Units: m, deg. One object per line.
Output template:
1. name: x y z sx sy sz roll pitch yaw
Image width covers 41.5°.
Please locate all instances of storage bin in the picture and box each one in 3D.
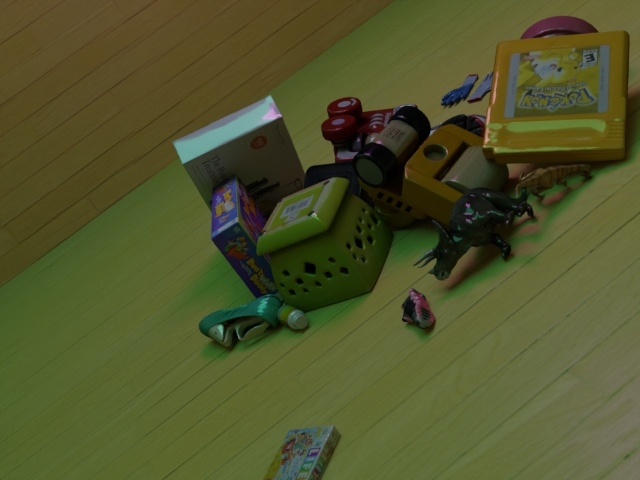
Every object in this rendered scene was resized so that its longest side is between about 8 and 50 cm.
1. storage bin: 0.051 -0.126 2.139 0.180 0.084 0.122 -2 74 36

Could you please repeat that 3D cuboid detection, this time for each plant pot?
1. plant pot: 0.552 -0.386 1.961 0.201 0.201 0.180 -17 44 36
2. plant pot: 0.000 0.000 1.899 0.228 0.207 0.227 -21 27 32

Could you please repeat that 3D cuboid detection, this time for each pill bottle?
1. pill bottle: -0.059 0.170 1.851 0.043 0.043 0.083 -41 23 -16

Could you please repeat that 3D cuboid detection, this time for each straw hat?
1. straw hat: -0.154 -0.074 2.340 0.144 0.061 0.144 -27 -20 -11

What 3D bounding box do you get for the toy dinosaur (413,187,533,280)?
1. toy dinosaur: 0.319 -0.054 1.661 0.160 0.121 0.313 18 51 28

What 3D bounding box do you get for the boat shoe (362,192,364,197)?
1. boat shoe: 0.090 -0.122 2.205 0.170 0.059 0.063 -36 23 -3

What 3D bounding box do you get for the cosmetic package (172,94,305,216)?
1. cosmetic package: -0.199 -0.190 2.300 0.284 0.377 0.097 -28 57 -3

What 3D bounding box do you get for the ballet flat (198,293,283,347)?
1. ballet flat: -0.194 0.197 1.941 0.247 0.083 0.087 -23 39 30

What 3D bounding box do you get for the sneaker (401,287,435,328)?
1. sneaker: 0.179 0.141 1.603 0.057 0.047 0.119 -50 17 17

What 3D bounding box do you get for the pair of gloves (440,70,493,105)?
1. pair of gloves: 0.438 -0.438 2.407 0.198 0.023 0.159 -3 39 53

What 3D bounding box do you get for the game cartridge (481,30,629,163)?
1. game cartridge: 0.499 -0.303 1.784 0.285 0.053 0.324 0 55 22

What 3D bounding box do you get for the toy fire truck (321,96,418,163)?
1. toy fire truck: 0.148 -0.292 2.363 0.254 0.169 0.302 -7 31 14

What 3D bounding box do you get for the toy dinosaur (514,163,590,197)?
1. toy dinosaur: 0.431 -0.122 1.664 0.211 0.064 0.112 -18 -9 -21

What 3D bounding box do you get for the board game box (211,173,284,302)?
1. board game box: -0.175 -0.002 2.104 0.078 0.233 0.347 -32 23 7

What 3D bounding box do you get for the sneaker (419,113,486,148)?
1. sneaker: 0.297 -0.229 2.097 0.299 0.121 0.112 -15 1 41

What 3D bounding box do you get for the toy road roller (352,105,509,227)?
1. toy road roller: 0.239 -0.126 1.903 0.329 0.240 0.202 27 56 22

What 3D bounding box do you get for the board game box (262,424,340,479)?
1. board game box: -0.039 0.383 1.427 0.103 0.026 0.154 -16 29 37
